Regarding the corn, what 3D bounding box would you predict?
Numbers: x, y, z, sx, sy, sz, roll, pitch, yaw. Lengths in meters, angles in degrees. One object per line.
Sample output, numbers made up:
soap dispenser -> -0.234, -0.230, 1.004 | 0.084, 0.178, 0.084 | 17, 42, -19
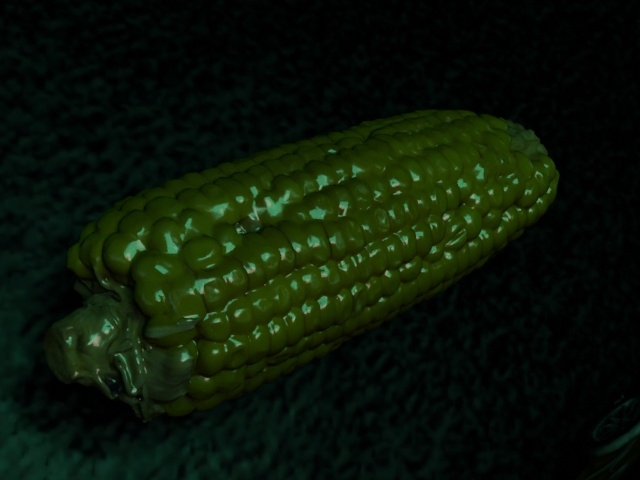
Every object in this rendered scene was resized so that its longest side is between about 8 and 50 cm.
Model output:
corn -> 0.000, 0.000, 0.496 | 0.262, 0.097, 0.097 | -24, 82, -31

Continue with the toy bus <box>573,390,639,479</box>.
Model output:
toy bus -> 0.161, 0.160, 0.467 | 0.275, 0.167, 0.138 | -39, 90, -31
